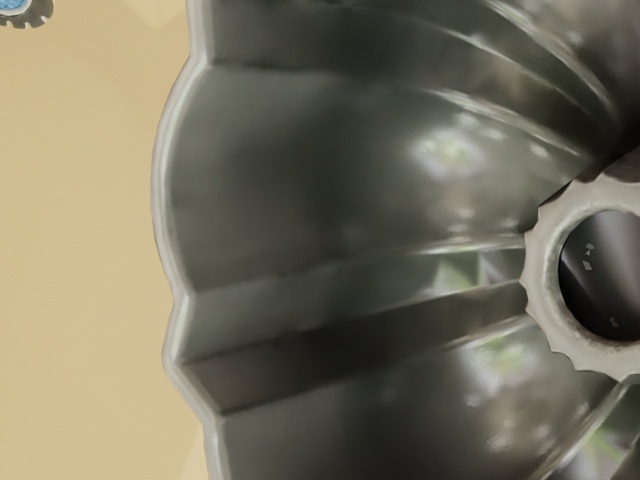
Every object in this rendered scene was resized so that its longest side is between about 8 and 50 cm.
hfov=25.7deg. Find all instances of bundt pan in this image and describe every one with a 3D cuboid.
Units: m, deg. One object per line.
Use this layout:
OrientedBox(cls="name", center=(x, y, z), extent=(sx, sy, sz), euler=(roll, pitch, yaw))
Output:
OrientedBox(cls="bundt pan", center=(0.111, 0.002, 0.406), extent=(0.331, 0.330, 0.124), euler=(-28, 170, 37))

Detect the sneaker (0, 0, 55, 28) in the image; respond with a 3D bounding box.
OrientedBox(cls="sneaker", center=(-0.296, -0.228, 1.162), extent=(0.071, 0.191, 0.083), euler=(93, 13, -47))
